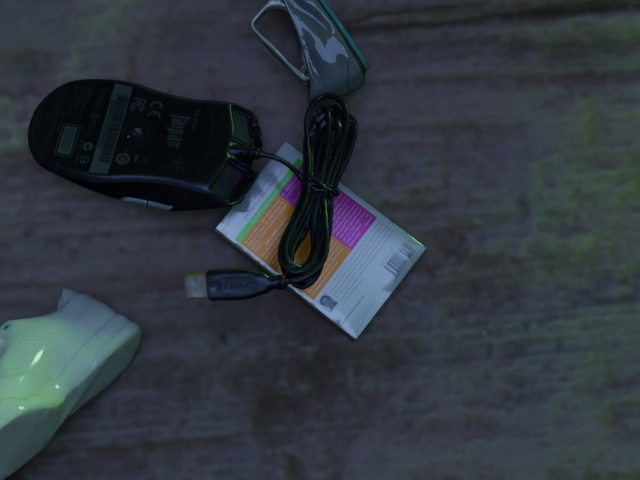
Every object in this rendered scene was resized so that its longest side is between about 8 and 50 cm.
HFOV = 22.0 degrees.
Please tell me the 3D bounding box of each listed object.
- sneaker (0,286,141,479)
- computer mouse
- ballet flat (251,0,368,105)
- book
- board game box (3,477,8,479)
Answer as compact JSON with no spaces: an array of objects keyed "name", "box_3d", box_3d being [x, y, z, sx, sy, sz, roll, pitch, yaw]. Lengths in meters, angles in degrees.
[{"name":"sneaker","box_3d":[-0.238,0.109,1.267,0.094,0.080,0.212,36,45,14]},{"name":"computer mouse","box_3d":[-0.106,-0.033,1.298,0.262,0.060,0.184,4,64,4]},{"name":"ballet flat","box_3d":[-0.037,-0.207,1.335,0.068,0.072,0.213,-29,86,0]},{"name":"book","box_3d":[0.000,0.000,1.334,0.144,0.035,0.096,38,82,2]},{"name":"board game box","box_3d":[-0.300,0.224,1.281,0.145,0.027,0.281,-33,86,17]}]
